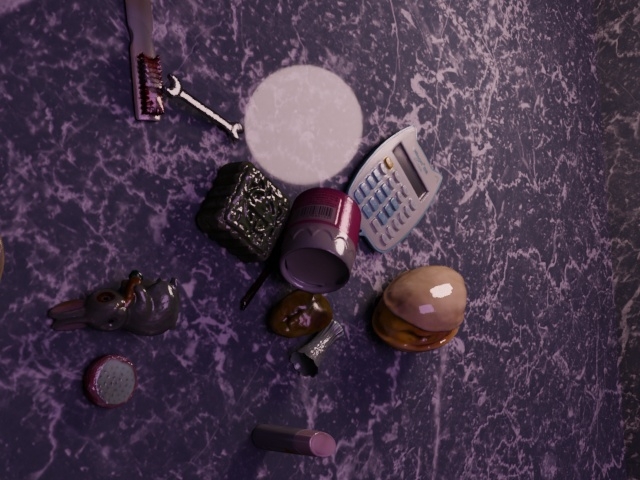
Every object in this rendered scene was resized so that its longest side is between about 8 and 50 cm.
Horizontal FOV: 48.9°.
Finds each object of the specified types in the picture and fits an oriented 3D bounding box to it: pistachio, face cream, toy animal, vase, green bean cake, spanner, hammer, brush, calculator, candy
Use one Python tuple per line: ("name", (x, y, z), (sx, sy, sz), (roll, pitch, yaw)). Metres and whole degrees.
("pistachio", (-0.036, 0.166, 1.664), (0.189, 0.100, 0.110), (-11, 96, -44))
("face cream", (0.000, 0.000, 1.641), (0.175, 0.175, 0.195), (46, 39, -31))
("toy animal", (-0.375, 0.134, 1.329), (0.236, 0.108, 0.138), (-19, 98, -44))
("vase", (-0.002, 0.255, 1.707), (0.148, 0.081, 0.081), (-46, 116, -43))
("green bean cake", (-0.164, -0.062, 1.583), (0.185, 0.094, 0.183), (44, 55, -37))
("spanner", (-0.252, -0.286, 1.543), (0.254, 0.015, 0.054), (31, 57, -49))
("pistachio", (0.277, 0.176, 1.908), (0.309, 0.230, 0.229), (-21, 99, -39))
("face cream", (-0.062, 0.437, 1.531), (0.084, 0.198, 0.057), (25, 68, -39))
("hammer", (-0.140, 0.089, 1.632), (0.065, 0.021, 0.178), (52, 55, -26))
("brush", (-0.364, -0.410, 1.461), (0.060, 0.050, 0.321), (-4, 86, -41))
("calculator", (0.200, -0.139, 1.975), (0.386, 0.054, 0.256), (-50, 119, -35))
("candy", (-0.398, 0.267, 1.334), (0.103, 0.043, 0.103), (11, 74, -44))

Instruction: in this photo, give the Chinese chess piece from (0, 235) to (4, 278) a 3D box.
("Chinese chess piece", (-0.631, 0.027, 1.095), (0.257, 0.104, 0.257), (7, 80, -43))
